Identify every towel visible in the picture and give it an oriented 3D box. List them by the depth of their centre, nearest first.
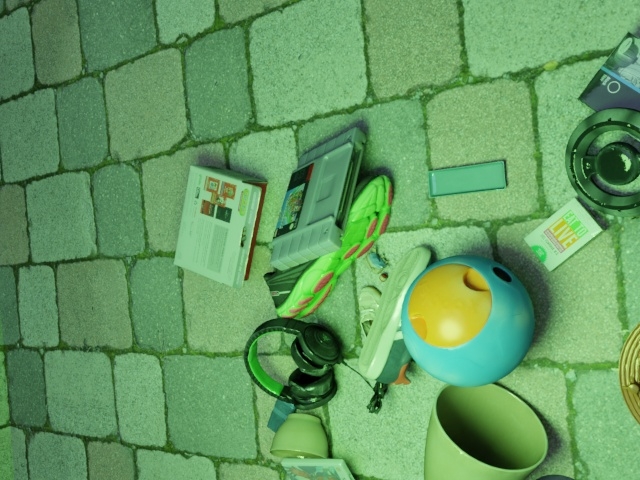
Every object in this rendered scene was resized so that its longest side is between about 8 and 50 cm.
[{"bbox_3d":[-0.109,0.506,1.885,0.067,0.029,0.119,31,108,29],"label":"towel"}]

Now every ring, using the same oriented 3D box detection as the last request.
[{"bbox_3d":[0.772,0.281,1.283,0.336,0.032,0.337,2,94,34],"label":"ring"}]

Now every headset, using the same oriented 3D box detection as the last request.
[{"bbox_3d":[-0.020,0.351,1.700,0.394,0.185,0.243,12,117,11],"label":"headset"}]

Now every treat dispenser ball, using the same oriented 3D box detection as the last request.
[{"bbox_3d":[0.321,0.175,1.425,0.288,0.288,0.288,2,94,34],"label":"treat dispenser ball"}]

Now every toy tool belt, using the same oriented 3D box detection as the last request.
[{"bbox_3d":[0.150,0.061,1.675,0.083,0.052,0.051,48,125,21],"label":"toy tool belt"}]

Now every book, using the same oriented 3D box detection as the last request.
[{"bbox_3d":[0.536,-0.013,1.428,0.144,0.035,0.096,-46,64,28],"label":"book"}]

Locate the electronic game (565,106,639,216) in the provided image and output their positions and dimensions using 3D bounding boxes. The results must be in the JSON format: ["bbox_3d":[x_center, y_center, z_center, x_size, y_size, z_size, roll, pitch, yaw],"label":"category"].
[{"bbox_3d":[0.610,-0.157,1.322,0.229,0.048,0.229,27,129,39],"label":"electronic game"}]

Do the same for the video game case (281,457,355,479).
[{"bbox_3d":[0.012,0.666,1.765,0.201,0.023,0.183,-12,115,34],"label":"video game case"}]

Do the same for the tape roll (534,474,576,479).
[{"bbox_3d":[0.529,0.626,1.435,0.189,0.080,0.189,2,94,33],"label":"tape roll"}]

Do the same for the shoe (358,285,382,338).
[{"bbox_3d":[0.148,0.223,1.679,0.076,0.058,0.219,-25,79,32],"label":"shoe"}]

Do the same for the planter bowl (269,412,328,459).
[{"bbox_3d":[-0.052,0.541,1.784,0.162,0.162,0.109,-11,56,34],"label":"planter bowl"}]

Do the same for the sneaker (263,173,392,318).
[{"bbox_3d":[0.000,0.000,1.696,0.483,0.185,0.202,-49,65,22],"label":"sneaker"}]

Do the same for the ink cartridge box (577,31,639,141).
[{"bbox_3d":[0.700,-0.257,1.285,0.332,0.065,0.165,42,113,24],"label":"ink cartridge box"}]

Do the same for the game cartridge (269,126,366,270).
[{"bbox_3d":[-0.010,-0.107,1.635,0.230,0.068,0.355,-18,47,40],"label":"game cartridge"}]

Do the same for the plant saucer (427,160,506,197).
[{"bbox_3d":[0.350,-0.144,1.551,0.192,0.018,0.067,-5,90,33],"label":"plant saucer"}]

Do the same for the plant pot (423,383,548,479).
[{"bbox_3d":[0.341,0.507,1.477,0.256,0.256,0.274,33,126,28],"label":"plant pot"}]

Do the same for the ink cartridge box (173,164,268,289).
[{"bbox_3d":[-0.270,-0.041,1.903,0.271,0.130,0.309,20,103,30],"label":"ink cartridge box"}]

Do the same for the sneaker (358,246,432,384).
[{"bbox_3d":[0.223,0.193,1.605,0.350,0.148,0.131,-67,15,-3],"label":"sneaker"}]
